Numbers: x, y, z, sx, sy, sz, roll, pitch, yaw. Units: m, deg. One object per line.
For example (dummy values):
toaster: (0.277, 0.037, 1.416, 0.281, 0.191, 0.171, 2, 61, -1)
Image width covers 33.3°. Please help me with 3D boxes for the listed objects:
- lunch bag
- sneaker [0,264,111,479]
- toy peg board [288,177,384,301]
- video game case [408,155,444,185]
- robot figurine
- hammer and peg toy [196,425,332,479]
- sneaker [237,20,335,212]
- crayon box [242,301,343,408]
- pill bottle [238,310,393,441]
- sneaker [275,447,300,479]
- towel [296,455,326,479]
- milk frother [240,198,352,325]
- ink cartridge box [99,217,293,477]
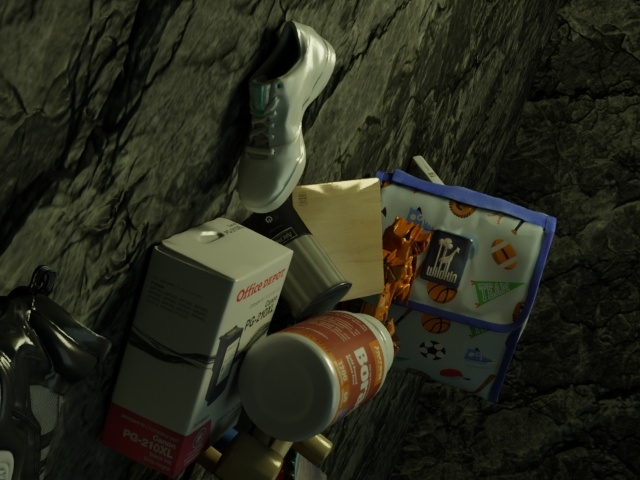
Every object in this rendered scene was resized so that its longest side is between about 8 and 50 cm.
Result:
lunch bag: (0.213, 0.069, 1.877, 0.239, 0.328, 0.385, -66, 170, -46)
sneaker: (-0.235, 0.143, 0.853, 0.153, 0.101, 0.268, -50, 155, -43)
toy peg board: (0.000, 0.000, 1.448, 0.161, 0.079, 0.160, -9, 99, -42)
video game case: (0.217, -0.017, 2.084, 0.026, 0.206, 0.227, -14, 138, -22)
robot figurine: (0.083, 0.119, 1.664, 0.211, 0.085, 0.291, -43, 151, -56)
hammer and peg toy: (-0.091, 0.310, 1.350, 0.361, 0.127, 0.266, -50, -177, 47)
sneaker: (-0.055, -0.138, 1.169, 0.094, 0.080, 0.212, 29, 77, -64)
crayon box: (-0.009, 0.123, 1.676, 0.318, 0.081, 0.202, -42, 151, -59)
pill bottle: (0.005, 0.147, 1.240, 0.216, 0.121, 0.121, -16, 128, -64)
sneaker: (-0.062, 0.353, 1.786, 0.125, 0.104, 0.261, -18, 129, -74)
towel: (-0.065, 0.562, 1.987, 0.332, 0.053, 0.316, 62, 35, -65)
milk frother: (-0.044, 0.043, 1.321, 0.129, 0.134, 0.143, -37, 164, 6)
ink cartridge box: (-0.133, 0.111, 1.174, 0.172, 0.100, 0.237, -30, 140, -68)
